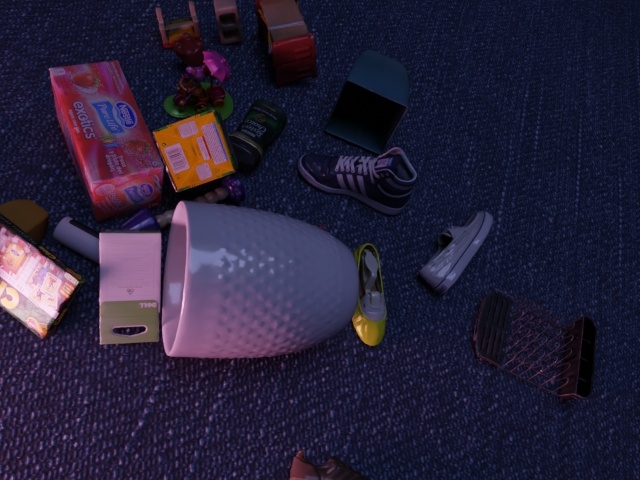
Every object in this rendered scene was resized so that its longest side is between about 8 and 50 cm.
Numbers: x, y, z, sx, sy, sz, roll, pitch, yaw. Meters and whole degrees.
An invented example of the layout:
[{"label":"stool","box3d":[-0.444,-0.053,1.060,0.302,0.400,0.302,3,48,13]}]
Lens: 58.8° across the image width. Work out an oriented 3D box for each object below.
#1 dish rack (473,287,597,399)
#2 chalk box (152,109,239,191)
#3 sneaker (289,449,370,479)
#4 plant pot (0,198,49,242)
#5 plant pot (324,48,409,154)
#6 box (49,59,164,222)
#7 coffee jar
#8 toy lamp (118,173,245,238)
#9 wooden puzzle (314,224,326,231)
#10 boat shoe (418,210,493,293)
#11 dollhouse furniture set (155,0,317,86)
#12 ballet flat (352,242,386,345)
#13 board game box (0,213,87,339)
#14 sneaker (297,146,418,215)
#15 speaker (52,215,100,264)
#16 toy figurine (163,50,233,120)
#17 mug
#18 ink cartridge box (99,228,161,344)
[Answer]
[{"label":"dish rack","box3d":[0.488,0.227,1.296,0.271,0.074,0.208,26,55,-3]},{"label":"chalk box","box3d":[-0.255,-0.193,1.209,0.132,0.213,0.132,-20,103,-1]},{"label":"sneaker","box3d":[0.039,0.429,1.030,0.188,0.066,0.071,16,56,-10]},{"label":"plant pot","box3d":[-0.569,-0.031,1.084,0.081,0.081,0.083,36,43,4]},{"label":"plant pot","box3d":[0.137,-0.383,1.483,0.165,0.165,0.234,23,48,-5]},{"label":"box","box3d":[-0.446,-0.209,1.185,0.142,0.154,0.300,-17,66,-27]},{"label":"coffee jar","box3d":[-0.158,-0.248,1.348,0.096,0.079,0.184,28,56,-1]},{"label":"toy lamp","box3d":[-0.291,-0.063,1.199,0.274,0.080,0.080,-30,74,-33]},{"label":"wooden puzzle","box3d":[0.000,0.000,1.302,0.049,0.006,0.083,-14,66,-25]},{"label":"boat shoe","box3d":[0.322,0.009,1.360,0.088,0.096,0.267,40,65,1]},{"label":"dollhouse furniture set","box3d":[-0.212,-0.507,1.466,0.374,0.152,0.201,-14,66,-6]},{"label":"ballet flat","box3d":[0.106,0.109,1.232,0.077,0.077,0.231,6,60,-16]},{"label":"board game box","box3d":[-0.558,0.047,1.020,0.259,0.136,0.030,36,14,4]},{"label":"sneaker","box3d":[0.094,-0.169,1.344,0.282,0.153,0.099,22,56,-6]},{"label":"speaker","box3d":[-0.450,0.008,1.115,0.136,0.055,0.055,29,56,-1]},{"label":"toy figurine","box3d":[-0.279,-0.372,1.332,0.173,0.159,0.130,-14,66,-25]},{"label":"mug","box3d":[-0.122,0.055,1.098,0.328,0.276,0.374,6,29,-22]},{"label":"ink cartridge box","box3d":[-0.359,0.084,1.072,0.109,0.062,0.209,0,97,-19]}]
